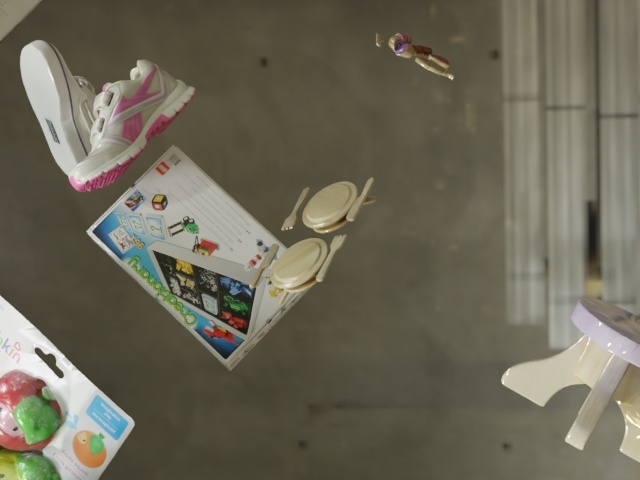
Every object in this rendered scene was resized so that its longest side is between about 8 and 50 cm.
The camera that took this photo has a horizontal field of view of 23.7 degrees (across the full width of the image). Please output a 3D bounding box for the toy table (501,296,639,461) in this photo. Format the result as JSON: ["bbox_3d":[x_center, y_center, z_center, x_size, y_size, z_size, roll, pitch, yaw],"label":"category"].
[{"bbox_3d":[0.389,0.186,2.063,0.161,0.252,0.274,-63,-23,10],"label":"toy table"}]

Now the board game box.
[{"bbox_3d":[-0.180,0.024,2.319,0.193,0.305,0.053,-45,-12,-8],"label":"board game box"}]

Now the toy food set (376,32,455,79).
[{"bbox_3d":[0.139,-0.273,2.197,0.078,0.122,0.019,-87,21,-65],"label":"toy food set"}]

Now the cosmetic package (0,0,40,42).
[{"bbox_3d":[-0.318,-0.200,1.362,0.231,0.085,0.117,-50,14,-23],"label":"cosmetic package"}]

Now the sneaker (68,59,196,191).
[{"bbox_3d":[-0.305,-0.176,2.307,0.252,0.111,0.103,-51,6,-31],"label":"sneaker"}]

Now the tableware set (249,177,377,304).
[{"bbox_3d":[0.000,0.000,2.025,0.039,0.128,0.194,54,-132,-31],"label":"tableware set"}]

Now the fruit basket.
[{"bbox_3d":[-0.468,0.281,2.207,0.165,0.327,0.353,-30,-22,-56],"label":"fruit basket"}]

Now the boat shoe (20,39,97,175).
[{"bbox_3d":[-0.392,-0.215,2.401,0.088,0.096,0.267,-41,-43,-27],"label":"boat shoe"}]
